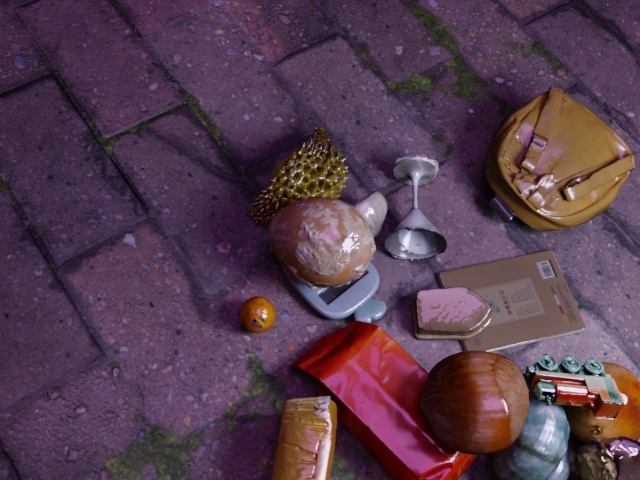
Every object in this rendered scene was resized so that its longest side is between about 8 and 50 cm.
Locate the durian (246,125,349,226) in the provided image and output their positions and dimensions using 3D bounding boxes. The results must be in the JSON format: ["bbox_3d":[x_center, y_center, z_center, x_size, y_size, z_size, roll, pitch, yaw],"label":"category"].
[{"bbox_3d":[-0.035,-0.153,1.737,0.172,0.166,0.306,39,66,-22],"label":"durian"}]

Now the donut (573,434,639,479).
[{"bbox_3d":[0.615,0.566,1.415,0.259,0.136,0.345,13,80,-18],"label":"donut"}]

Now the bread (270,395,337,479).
[{"bbox_3d":[-0.039,0.455,1.401,0.119,0.152,0.288,8,61,2],"label":"bread"}]

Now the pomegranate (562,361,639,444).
[{"bbox_3d":[0.608,0.355,1.536,0.191,0.191,0.191,4,62,-7],"label":"pomegranate"}]

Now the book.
[{"bbox_3d":[0.456,0.146,1.708,0.310,0.021,0.217,-10,65,-13],"label":"book"}]

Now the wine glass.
[{"bbox_3d":[0.229,-0.083,1.729,0.156,0.156,0.232,7,59,-5],"label":"wine glass"}]

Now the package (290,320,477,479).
[{"bbox_3d":[0.147,0.349,1.500,0.196,0.123,0.423,-39,76,-26],"label":"package"}]

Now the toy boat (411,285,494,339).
[{"bbox_3d":[0.305,0.165,1.631,0.188,0.061,0.116,-3,65,3],"label":"toy boat"}]

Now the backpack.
[{"bbox_3d":[0.579,-0.195,1.802,0.378,0.201,0.353,-34,73,-25],"label":"backpack"}]

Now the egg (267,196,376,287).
[{"bbox_3d":[0.000,0.000,1.571,0.245,0.203,0.203,18,60,19],"label":"egg"}]

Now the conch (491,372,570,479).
[{"bbox_3d":[0.429,0.414,1.478,0.195,0.220,0.277,-32,90,-5],"label":"conch"}]

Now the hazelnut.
[{"bbox_3d":[0.299,0.313,1.387,0.214,0.176,0.214,-8,34,5],"label":"hazelnut"}]

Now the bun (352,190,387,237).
[{"bbox_3d":[0.107,-0.047,1.698,0.138,0.138,0.094,-34,87,-23],"label":"bun"}]

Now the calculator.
[{"bbox_3d":[0.028,0.083,1.665,0.185,0.041,0.299,-38,72,-23],"label":"calculator"}]

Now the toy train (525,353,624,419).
[{"bbox_3d":[0.501,0.290,1.420,0.176,0.074,0.118,6,37,-2],"label":"toy train"}]

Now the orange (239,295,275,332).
[{"bbox_3d":[-0.139,0.163,1.577,0.084,0.083,0.083,4,62,-7],"label":"orange"}]
